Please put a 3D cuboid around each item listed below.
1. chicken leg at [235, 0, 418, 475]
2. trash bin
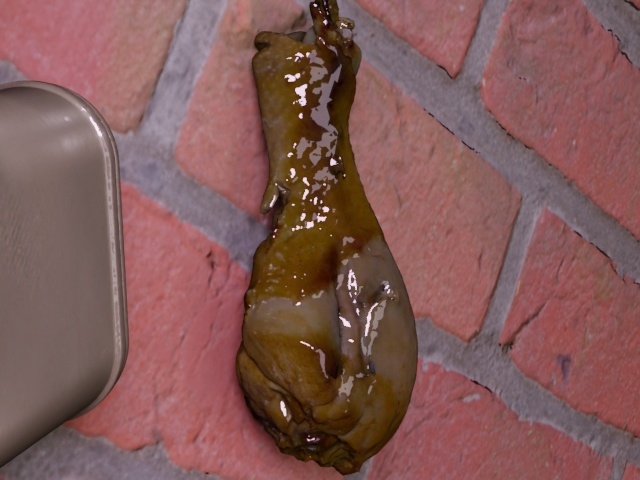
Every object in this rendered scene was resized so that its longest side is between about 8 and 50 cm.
[{"bbox_3d":[0.000,0.000,1.174,0.201,0.153,0.429,-14,101,-60],"label":"chicken leg"},{"bbox_3d":[-0.217,0.028,0.844,0.247,0.121,0.243,-44,133,-75],"label":"trash bin"}]
